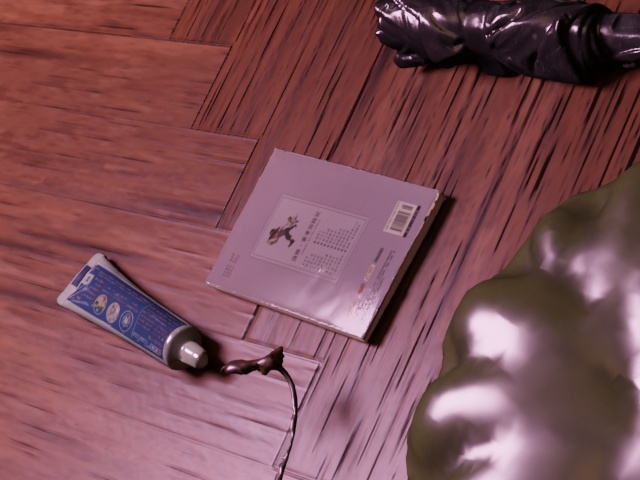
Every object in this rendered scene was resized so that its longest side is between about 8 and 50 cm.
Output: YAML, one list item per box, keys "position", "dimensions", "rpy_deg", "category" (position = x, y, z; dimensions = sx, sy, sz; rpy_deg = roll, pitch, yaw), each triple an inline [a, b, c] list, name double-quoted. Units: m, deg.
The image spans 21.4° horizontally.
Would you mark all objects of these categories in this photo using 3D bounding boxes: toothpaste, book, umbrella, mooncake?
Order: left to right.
- position: [-0.146, 0.061, 1.342]
  dimensions: [0.057, 0.035, 0.197]
  rpy_deg: [-50, 40, -11]
  category: "toothpaste"
- position: [0.000, 0.000, 1.276]
  dimensions: [0.181, 0.014, 0.127]
  rpy_deg: [17, 74, 44]
  category: "book"
- position: [0.144, -0.150, 1.221]
  dimensions: [0.235, 0.066, 0.059]
  rpy_deg: [9, 63, 39]
  category: "umbrella"
- position: [0.217, 0.126, 0.889]
  dimensions: [0.356, 0.194, 0.356]
  rpy_deg: [-22, 50, 29]
  category: "mooncake"

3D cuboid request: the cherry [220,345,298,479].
- position: [-0.042, 0.180, 1.137]
  dimensions: [0.107, 0.090, 0.225]
  rpy_deg: [-34, 46, 21]
  category: "cherry"
